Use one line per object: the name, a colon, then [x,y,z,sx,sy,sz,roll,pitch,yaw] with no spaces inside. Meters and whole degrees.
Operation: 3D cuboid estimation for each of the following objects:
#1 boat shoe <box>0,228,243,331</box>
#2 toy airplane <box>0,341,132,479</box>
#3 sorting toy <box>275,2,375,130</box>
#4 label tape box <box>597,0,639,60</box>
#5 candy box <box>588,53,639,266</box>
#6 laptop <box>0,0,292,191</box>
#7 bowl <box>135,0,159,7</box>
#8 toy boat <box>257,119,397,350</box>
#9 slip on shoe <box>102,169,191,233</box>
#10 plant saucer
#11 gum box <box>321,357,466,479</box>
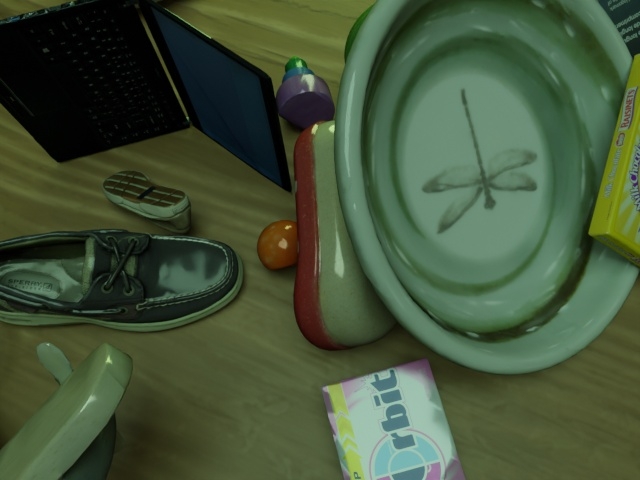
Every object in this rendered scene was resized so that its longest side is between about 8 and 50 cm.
boat shoe: [-0.227,0.037,0.645,0.285,0.092,0.103,-1,67,1]
toy airplane: [-0.311,0.267,0.473,0.386,0.272,0.385,-8,60,31]
sorting toy: [0.099,-0.261,0.694,0.365,0.127,0.126,-29,50,20]
label tape box: [0.384,-0.305,0.711,0.240,0.106,0.334,-29,109,-8]
candy box: [0.340,-0.080,0.633,0.105,0.027,0.206,24,77,-24]
laptop: [-0.181,-0.117,0.624,0.264,0.234,0.137,-16,70,-4]
bowl: [-0.224,-0.373,0.812,0.142,0.053,0.142,-24,72,-6]
toy boat: [0.000,0.000,0.642,0.151,0.151,0.231,-15,67,30]
slip on shoe: [-0.195,-0.044,0.693,0.135,0.041,0.051,17,46,32]
plant saucer: [0.169,-0.075,0.611,0.400,0.100,0.401,0,89,-29]
gum box: [0.076,0.220,0.583,0.107,0.062,0.189,-15,70,-2]
